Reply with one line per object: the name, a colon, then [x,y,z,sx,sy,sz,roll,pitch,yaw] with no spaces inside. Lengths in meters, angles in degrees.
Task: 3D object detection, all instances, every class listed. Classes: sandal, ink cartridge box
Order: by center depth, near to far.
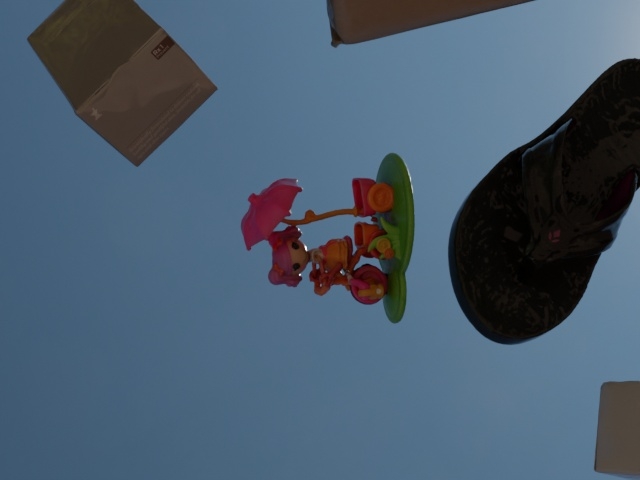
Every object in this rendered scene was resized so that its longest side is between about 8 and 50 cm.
sandal: [0.290,-0.072,1.279,0.167,0.107,0.446,39,-119,3]
ink cartridge box: [0.493,0.248,1.375,0.273,0.197,0.114,19,-107,-34]

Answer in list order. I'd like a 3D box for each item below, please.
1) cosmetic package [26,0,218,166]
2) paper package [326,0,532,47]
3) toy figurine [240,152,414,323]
cosmetic package: [-0.220,-0.193,1.232,0.127,0.107,0.238,-43,-139,3]
paper package: [0.127,-0.323,0.757,0.324,0.309,0.168,-12,-136,7]
toy figurine: [0.000,0.000,1.137,0.159,0.130,0.173,-2,-87,-13]
